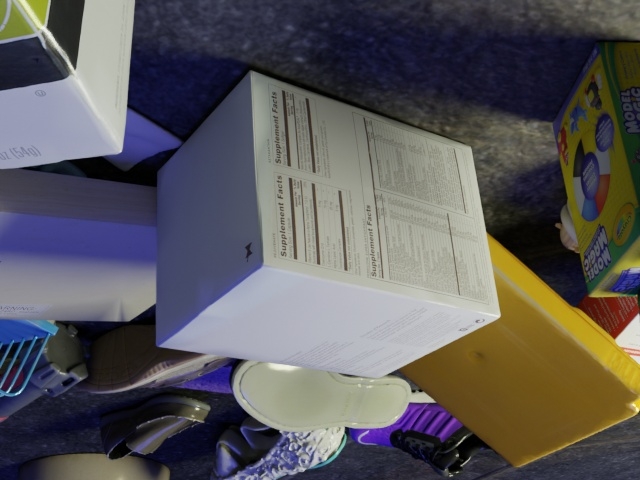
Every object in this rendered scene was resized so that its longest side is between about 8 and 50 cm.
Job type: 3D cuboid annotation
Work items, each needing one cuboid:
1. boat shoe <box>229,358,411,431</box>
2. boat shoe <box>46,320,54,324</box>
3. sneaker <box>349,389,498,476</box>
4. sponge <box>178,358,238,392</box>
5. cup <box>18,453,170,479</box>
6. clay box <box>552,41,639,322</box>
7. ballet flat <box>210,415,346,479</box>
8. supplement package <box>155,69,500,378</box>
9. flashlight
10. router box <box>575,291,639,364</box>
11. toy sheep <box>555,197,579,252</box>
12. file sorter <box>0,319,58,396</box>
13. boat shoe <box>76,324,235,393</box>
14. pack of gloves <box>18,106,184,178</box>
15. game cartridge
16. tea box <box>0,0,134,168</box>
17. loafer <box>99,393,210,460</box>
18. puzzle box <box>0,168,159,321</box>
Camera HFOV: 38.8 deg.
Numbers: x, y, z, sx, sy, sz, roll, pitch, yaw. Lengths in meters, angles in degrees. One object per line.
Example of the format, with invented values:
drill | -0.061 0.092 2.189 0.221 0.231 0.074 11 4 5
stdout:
boat shoe | -0.014 0.211 1.390 0.340 0.113 0.127 9 106 -38
boat shoe | -0.383 0.091 1.199 0.042 0.048 0.133 24 160 9
sneaker | 0.192 0.348 1.607 0.294 0.146 0.102 -12 141 14
sponge | -0.189 0.205 1.440 0.210 0.031 0.117 11 149 -25
cup | -0.499 0.622 1.980 0.331 0.236 0.331 -3 152 -1
clay box | 0.265 -0.048 0.800 0.053 0.222 0.127 1 151 -6
ballet flat | -0.113 0.389 1.727 0.147 0.146 0.409 19 142 -34
supplement package | 0.000 0.000 0.888 0.263 0.198 0.199 14 148 -32
flashlight | -0.465 0.206 1.359 0.103 0.103 0.304 26 136 -35
router box | 0.511 0.053 1.074 0.336 0.082 0.301 10 132 -22
toy sheep | 0.313 -0.033 0.986 0.091 0.091 0.132 17 133 -32
file sorter | -0.437 0.134 1.143 0.118 0.104 0.170 36 150 -29
boat shoe | -0.219 0.166 1.293 0.285 0.102 0.092 -21 142 20
pack of gloves | -0.277 -0.096 0.851 0.195 0.046 0.232 -18 149 28
game cartridge | 0.203 0.128 1.117 0.324 0.052 0.285 40 144 0
tea box | -0.306 -0.195 0.476 0.329 0.219 0.323 -7 151 9
loafer | -0.296 0.340 1.623 0.251 0.087 0.094 -23 146 33
puzzle box | -0.312 0.012 0.949 0.409 0.052 0.272 6 152 -43
